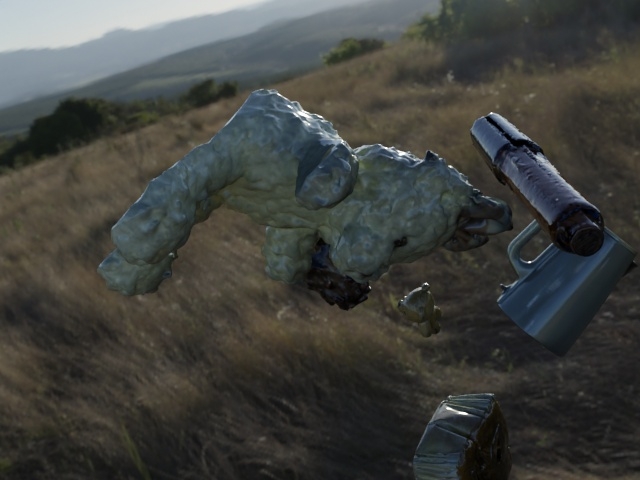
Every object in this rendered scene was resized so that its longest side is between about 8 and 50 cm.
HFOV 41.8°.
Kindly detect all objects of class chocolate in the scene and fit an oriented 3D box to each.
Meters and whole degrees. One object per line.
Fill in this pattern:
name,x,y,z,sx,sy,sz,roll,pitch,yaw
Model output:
chocolate,0.034,0.057,1.476,0.156,0.133,0.156,-25,-17,-8

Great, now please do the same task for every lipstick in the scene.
lipstick,0.295,-0.089,1.177,0.077,0.077,0.418,-16,26,2

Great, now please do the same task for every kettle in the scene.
kettle,0.448,0.060,1.571,0.243,0.211,0.160,-53,-6,11

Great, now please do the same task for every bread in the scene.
bread,0.253,0.381,1.433,0.110,0.209,0.192,6,37,33

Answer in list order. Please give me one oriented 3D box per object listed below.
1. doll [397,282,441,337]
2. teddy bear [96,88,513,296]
doll,0.143,0.097,1.114,0.051,0.093,0.061,-16,58,42
teddy bear,0.000,0.000,1.002,0.375,0.362,0.327,-51,2,-29
